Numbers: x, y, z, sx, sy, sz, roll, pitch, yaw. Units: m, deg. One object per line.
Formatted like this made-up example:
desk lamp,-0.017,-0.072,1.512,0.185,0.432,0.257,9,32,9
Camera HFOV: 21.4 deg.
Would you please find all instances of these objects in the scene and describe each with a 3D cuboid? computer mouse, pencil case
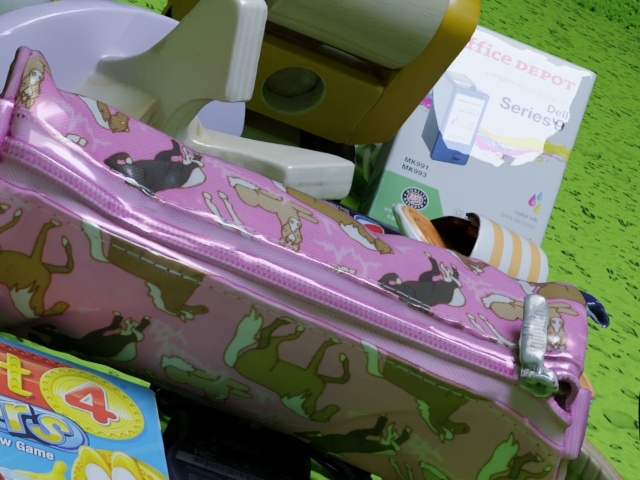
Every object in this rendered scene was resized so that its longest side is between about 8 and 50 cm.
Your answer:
computer mouse,-0.019,0.156,0.992,0.184,0.060,0.262,20,9,-12
pencil case,-0.033,0.032,0.953,0.386,0.167,0.160,23,34,-11

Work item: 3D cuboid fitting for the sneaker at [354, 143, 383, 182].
sneaker,0.024,-0.090,1.615,0.169,0.108,0.292,-3,38,-35

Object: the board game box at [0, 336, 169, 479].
board game box,-0.211,0.131,0.739,0.308,0.086,0.302,21,21,-21

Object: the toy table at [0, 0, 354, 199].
toy table,-0.121,-0.058,1.147,0.274,0.252,0.161,-19,32,-40

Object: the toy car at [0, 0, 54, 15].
toy car,-0.308,-0.215,1.390,0.219,0.210,0.238,29,-14,43

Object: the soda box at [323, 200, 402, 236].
soda box,0.000,0.000,1.389,0.169,0.060,0.053,24,19,-12

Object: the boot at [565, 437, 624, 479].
boot,0.135,0.120,1.239,0.248,0.090,0.207,34,18,7

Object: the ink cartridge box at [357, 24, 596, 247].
ink cartridge box,0.135,-0.073,1.502,0.154,0.212,0.093,23,-20,-4

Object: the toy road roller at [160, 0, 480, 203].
toy road roller,-0.035,-0.194,1.434,0.202,0.329,0.240,19,44,-25

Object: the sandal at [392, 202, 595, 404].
sandal,0.160,0.037,1.386,0.265,0.076,0.102,41,15,-31

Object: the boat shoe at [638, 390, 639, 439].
boat shoe,0.249,0.183,1.160,0.084,0.079,0.233,14,44,-16
